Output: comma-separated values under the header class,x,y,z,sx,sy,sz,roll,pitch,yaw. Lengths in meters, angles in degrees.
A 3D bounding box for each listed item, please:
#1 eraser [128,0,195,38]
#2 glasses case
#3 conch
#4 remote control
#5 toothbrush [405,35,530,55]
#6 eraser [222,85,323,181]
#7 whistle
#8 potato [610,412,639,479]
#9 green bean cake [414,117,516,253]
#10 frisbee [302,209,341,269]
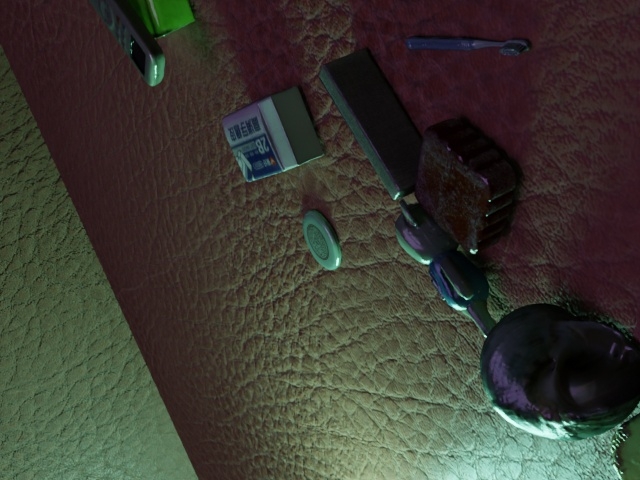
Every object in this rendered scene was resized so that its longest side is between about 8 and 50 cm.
class,x,y,z,sx,sy,sz,roll,pitch,yaw
eraser,-0.334,-0.506,1.855,0.210,0.092,0.274,12,122,59
glasses case,0.078,-0.156,1.364,0.205,0.071,0.047,60,159,11
conch,0.277,0.150,1.177,0.176,0.122,0.188,-44,56,20
remote control,-0.365,-0.406,1.845,0.309,0.038,0.090,55,151,24
toothbrush,0.166,-0.227,1.183,0.219,0.019,0.016,22,146,57
eraser,-0.081,-0.173,1.673,0.210,0.068,0.124,-7,105,64
whistle,0.177,0.040,1.342,0.236,0.077,0.114,56,-176,9
potato,0.397,0.228,1.092,0.119,0.054,0.198,62,151,19
green bean cake,0.179,-0.069,1.255,0.136,0.056,0.135,48,152,34
frisbee,0.000,0.000,1.727,0.110,0.014,0.110,45,148,37
